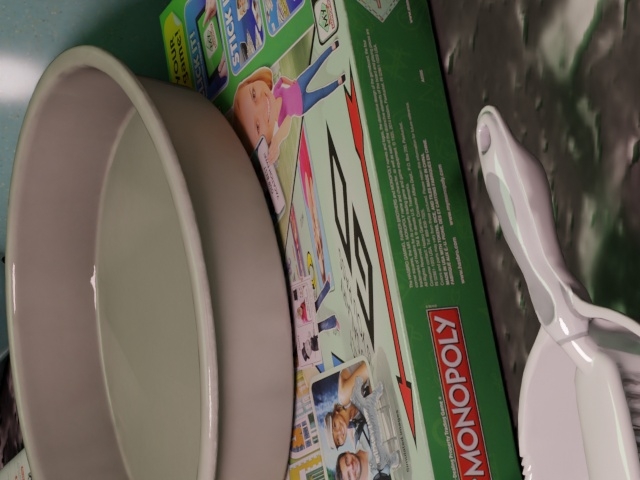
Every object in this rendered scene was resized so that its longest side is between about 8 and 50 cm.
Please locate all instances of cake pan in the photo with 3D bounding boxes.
[{"bbox_3d":[-0.092,0.047,0.935,0.293,0.054,0.293,18,111,61],"label":"cake pan"}]

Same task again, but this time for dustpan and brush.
[{"bbox_3d":[0.100,0.051,0.635,0.147,0.060,0.211,140,122,-60],"label":"dustpan and brush"}]

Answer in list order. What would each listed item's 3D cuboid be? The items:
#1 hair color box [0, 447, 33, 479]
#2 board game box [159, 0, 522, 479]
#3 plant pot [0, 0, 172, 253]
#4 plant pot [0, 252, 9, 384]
[{"bbox_3d":[-0.199,0.189,1.308,0.141,0.043,0.072,140,122,-61],"label":"hair color box"},{"bbox_3d":[0.000,0.000,0.861,0.213,0.046,0.317,-36,61,60],"label":"board game box"},{"bbox_3d":[-0.208,-0.121,1.113,0.290,0.195,0.290,176,90,-64],"label":"plant pot"},{"bbox_3d":[-0.358,0.084,1.409,0.255,0.271,0.271,-41,55,41],"label":"plant pot"}]
